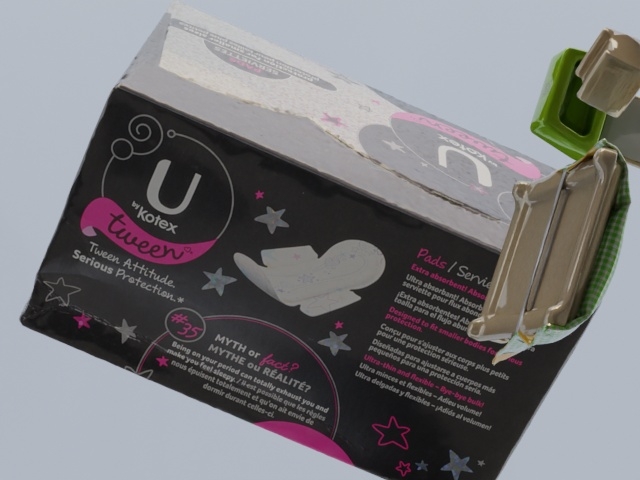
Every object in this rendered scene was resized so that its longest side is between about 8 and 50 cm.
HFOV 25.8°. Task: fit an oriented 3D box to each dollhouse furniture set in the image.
[{"bbox_3d":[0.103,-0.026,0.443,0.059,0.076,0.151,21,-102,-10],"label":"dollhouse furniture set"}]

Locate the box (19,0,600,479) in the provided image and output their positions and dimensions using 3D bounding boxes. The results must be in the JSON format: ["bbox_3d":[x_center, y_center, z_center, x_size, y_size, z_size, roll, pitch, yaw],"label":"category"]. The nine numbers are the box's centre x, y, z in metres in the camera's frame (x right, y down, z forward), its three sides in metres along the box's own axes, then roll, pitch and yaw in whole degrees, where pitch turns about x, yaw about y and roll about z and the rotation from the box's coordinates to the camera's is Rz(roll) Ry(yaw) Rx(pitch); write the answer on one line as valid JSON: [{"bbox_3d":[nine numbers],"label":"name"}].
[{"bbox_3d":[0.000,0.000,0.721,0.247,0.163,0.142,24,-66,-7],"label":"box"}]
